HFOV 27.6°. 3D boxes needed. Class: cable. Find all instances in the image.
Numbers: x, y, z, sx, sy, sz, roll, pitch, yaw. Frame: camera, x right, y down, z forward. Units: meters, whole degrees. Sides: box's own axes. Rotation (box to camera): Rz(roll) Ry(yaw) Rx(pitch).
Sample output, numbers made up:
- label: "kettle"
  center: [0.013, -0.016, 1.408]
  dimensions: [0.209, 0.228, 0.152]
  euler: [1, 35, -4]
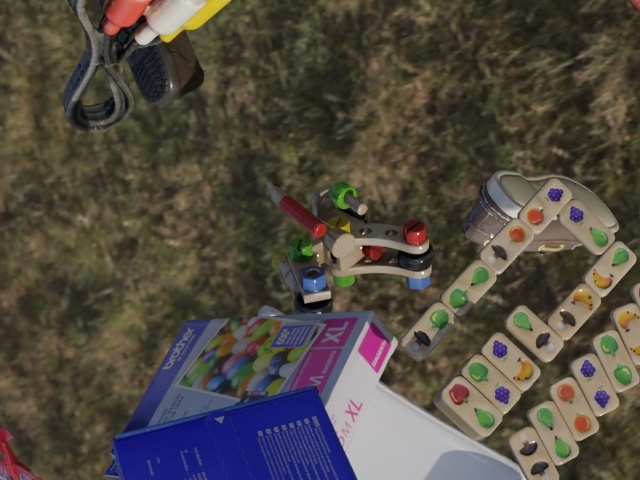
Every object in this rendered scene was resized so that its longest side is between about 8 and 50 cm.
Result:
- label: "cable"
  center: [-0.181, -0.167, 1.159]
  dimensions: [0.287, 0.139, 0.072]
  euler: [-48, 59, 45]

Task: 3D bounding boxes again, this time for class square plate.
- label: "square plate"
  center: [0.031, 0.290, 1.429]
  dimensions: [0.344, 0.049, 0.347]
  euler: [31, 119, 24]

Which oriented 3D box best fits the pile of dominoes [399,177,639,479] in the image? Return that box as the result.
- label: "pile of dominoes"
  center: [0.216, 0.084, 1.222]
  dimensions: [0.196, 0.251, 0.040]
  euler: [43, 164, 4]

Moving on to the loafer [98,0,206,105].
- label: "loafer"
  center: [-0.196, -0.258, 1.508]
  dimensions: [0.080, 0.078, 0.220]
  euler: [-27, 77, 44]

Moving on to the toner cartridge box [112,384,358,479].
- label: "toner cartridge box"
  center: [-0.026, 0.257, 0.879]
  dimensions: [0.348, 0.165, 0.075]
  euler: [-116, 20, -48]

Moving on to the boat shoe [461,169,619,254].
- label: "boat shoe"
  center: [0.332, -0.032, 1.948]
  dimensions: [0.097, 0.324, 0.116]
  euler: [-49, 59, 27]

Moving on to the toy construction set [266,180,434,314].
- label: "toy construction set"
  center: [0.000, 0.000, 1.996]
  dimensions: [0.237, 0.257, 0.309]
  euler: [39, 169, 41]

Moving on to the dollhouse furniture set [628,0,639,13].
- label: "dollhouse furniture set"
  center: [0.161, -0.325, 0.911]
  dimensions: [0.152, 0.201, 0.374]
  euler: [-44, 113, 12]

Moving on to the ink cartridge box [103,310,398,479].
- label: "ink cartridge box"
  center: [-0.089, 0.162, 1.330]
  dimensions: [0.311, 0.186, 0.065]
  euler: [-8, 132, 40]

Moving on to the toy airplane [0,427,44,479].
- label: "toy airplane"
  center: [-0.409, 0.288, 1.706]
  dimensions: [0.151, 0.028, 0.151]
  euler: [26, 145, 20]
